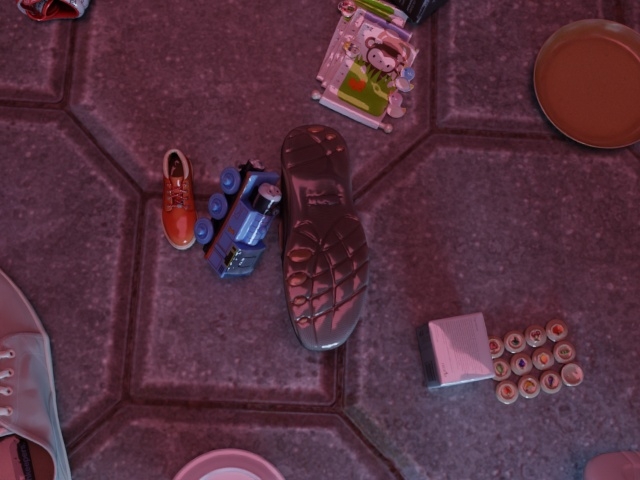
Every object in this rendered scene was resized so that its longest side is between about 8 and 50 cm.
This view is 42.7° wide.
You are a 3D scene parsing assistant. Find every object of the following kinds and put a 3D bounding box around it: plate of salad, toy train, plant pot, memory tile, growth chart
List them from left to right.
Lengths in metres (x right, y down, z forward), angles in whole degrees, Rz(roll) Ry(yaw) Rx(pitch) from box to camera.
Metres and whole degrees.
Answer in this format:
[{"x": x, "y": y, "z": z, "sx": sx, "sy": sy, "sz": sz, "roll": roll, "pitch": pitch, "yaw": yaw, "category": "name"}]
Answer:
[{"x": -0.136, "y": 0.410, "z": 1.210, "sx": 0.200, "sy": 0.048, "sz": 0.199, "roll": 3, "pitch": 68, "yaw": -8, "category": "plate of salad"}, {"x": -0.121, "y": -0.034, "z": 1.255, "sx": 0.105, "sy": 0.080, "sz": 0.184, "roll": 46, "pitch": 119, "yaw": 27, "category": "toy train"}, {"x": 0.084, "y": -0.309, "z": 1.397, "sx": 0.172, "sy": 0.021, "sz": 0.237, "roll": 16, "pitch": 78, "yaw": -1, "category": "growth chart"}, {"x": 0.337, "y": 0.192, "z": 1.307, "sx": 0.148, "sy": 0.012, "sz": 0.113, "roll": -13, "pitch": 79, "yaw": -7, "category": "memory tile"}, {"x": 0.477, "y": -0.266, "z": 1.407, "sx": 0.237, "sy": 0.032, "sz": 0.236, "roll": 1, "pitch": 78, "yaw": -4, "category": "plant pot"}]

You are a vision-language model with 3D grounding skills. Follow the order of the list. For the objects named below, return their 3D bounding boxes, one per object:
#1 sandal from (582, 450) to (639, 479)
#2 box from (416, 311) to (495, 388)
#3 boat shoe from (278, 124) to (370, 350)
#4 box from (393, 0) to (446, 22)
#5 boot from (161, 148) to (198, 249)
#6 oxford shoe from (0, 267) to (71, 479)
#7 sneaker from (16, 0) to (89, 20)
[{"x": 0.576, "y": 0.423, "z": 1.188, "sx": 0.417, "sy": 0.169, "sz": 0.102, "roll": 15, "pitch": 117, "yaw": -1, "category": "sandal"}, {"x": 0.205, "y": 0.170, "z": 1.257, "sx": 0.087, "sy": 0.101, "sz": 0.101, "roll": -8, "pitch": 78, "yaw": -6, "category": "box"}, {"x": 0.000, "y": 0.000, "z": 1.269, "sx": 0.132, "sy": 0.130, "sz": 0.355, "roll": 2, "pitch": 72, "yaw": -7, "category": "boat shoe"}, {"x": 0.193, "y": -0.511, "z": 1.362, "sx": 0.203, "sy": 0.168, "sz": 0.167, "roll": -40, "pitch": 83, "yaw": -18, "category": "box"}, {"x": -0.226, "y": -0.066, "z": 1.290, "sx": 0.059, "sy": 0.084, "sz": 0.157, "roll": -5, "pitch": 80, "yaw": -7, "category": "boot"}, {"x": -0.474, "y": 0.218, "z": 1.189, "sx": 0.169, "sy": 0.130, "sz": 0.449, "roll": -20, "pitch": 77, "yaw": -4, "category": "oxford shoe"}, {"x": -0.501, "y": -0.454, "z": 1.353, "sx": 0.270, "sy": 0.090, "sz": 0.144, "roll": 14, "pitch": 75, "yaw": -3, "category": "sneaker"}]
